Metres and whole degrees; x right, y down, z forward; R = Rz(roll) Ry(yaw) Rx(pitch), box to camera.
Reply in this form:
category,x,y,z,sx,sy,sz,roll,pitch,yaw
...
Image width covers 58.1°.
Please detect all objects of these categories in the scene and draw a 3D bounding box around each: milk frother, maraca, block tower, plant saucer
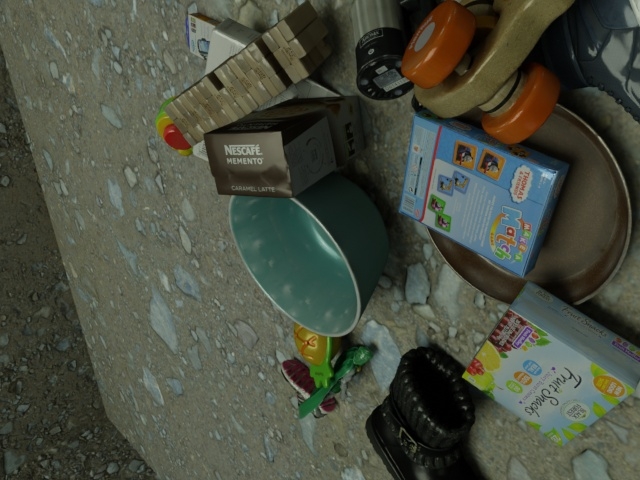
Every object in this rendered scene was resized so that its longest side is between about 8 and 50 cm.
category,x,y,z,sx,sy,sz,roll,pitch,yaw
milk frother,0.115,-0.261,0.813,0.143,0.129,0.134,55,-152,-58
maraca,-0.004,0.215,1.211,0.127,0.099,0.185,150,117,-66
block tower,-0.134,-0.270,0.982,0.335,0.097,0.091,-19,116,41
plant saucer,0.268,-0.052,0.787,0.311,0.050,0.310,27,130,39

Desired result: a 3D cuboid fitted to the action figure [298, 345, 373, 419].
category,x,y,z,sx,sy,sz,roll,pitch,yaw
action figure,0.043,0.292,1.227,0.063,0.137,0.232,35,131,-1

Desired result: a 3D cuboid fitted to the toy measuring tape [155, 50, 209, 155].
category,x,y,z,sx,sy,sz,roll,pitch,yaw
toy measuring tape,-0.291,-0.293,1.237,0.121,0.121,0.330,52,149,14

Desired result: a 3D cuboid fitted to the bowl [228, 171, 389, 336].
category,x,y,z,sx,sy,sz,roll,pitch,yaw
bowl,0.000,0.000,1.024,0.311,0.163,0.311,32,142,30

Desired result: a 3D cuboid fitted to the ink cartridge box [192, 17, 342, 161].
category,x,y,z,sx,sy,sz,roll,pitch,yaw
ink cartridge box,-0.105,-0.233,1.114,0.261,0.066,0.296,28,136,4

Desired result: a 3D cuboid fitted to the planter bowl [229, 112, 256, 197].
category,x,y,z,sx,sy,sz,roll,pitch,yaw
planter bowl,-0.126,-0.127,1.108,0.217,0.090,0.217,16,135,16

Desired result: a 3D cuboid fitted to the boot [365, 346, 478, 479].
category,x,y,z,sx,sy,sz,roll,pitch,yaw
boot,0.229,0.383,1.026,0.348,0.131,0.260,47,140,22

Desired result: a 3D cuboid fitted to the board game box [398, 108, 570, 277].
category,x,y,z,sx,sy,sz,roll,pitch,yaw
board game box,0.207,-0.067,0.778,0.211,0.039,0.160,33,135,35

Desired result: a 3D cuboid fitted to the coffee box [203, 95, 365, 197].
category,x,y,z,sx,sy,sz,roll,pitch,yaw
coffee box,-0.046,-0.155,0.911,0.141,0.246,0.098,4,115,28

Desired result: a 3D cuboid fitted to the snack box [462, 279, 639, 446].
category,x,y,z,sx,sy,sz,roll,pitch,yaw
snack box,0.315,0.177,0.805,0.174,0.070,0.207,35,147,17

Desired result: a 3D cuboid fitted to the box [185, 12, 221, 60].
category,x,y,z,sx,sy,sz,roll,pitch,yaw
box,-0.231,-0.414,1.187,0.136,0.028,0.081,37,136,35

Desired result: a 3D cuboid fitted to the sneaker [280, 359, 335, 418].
category,x,y,z,sx,sy,sz,roll,pitch,yaw
sneaker,-0.040,0.364,1.394,0.170,0.063,0.074,42,132,19

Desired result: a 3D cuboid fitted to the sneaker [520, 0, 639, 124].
category,x,y,z,sx,sy,sz,roll,pitch,yaw
sneaker,0.316,-0.163,0.627,0.163,0.086,0.226,-16,97,51

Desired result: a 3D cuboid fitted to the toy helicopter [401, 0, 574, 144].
category,x,y,z,sx,sy,sz,roll,pitch,yaw
toy helicopter,0.216,-0.289,0.598,0.140,0.235,0.355,28,112,-17
